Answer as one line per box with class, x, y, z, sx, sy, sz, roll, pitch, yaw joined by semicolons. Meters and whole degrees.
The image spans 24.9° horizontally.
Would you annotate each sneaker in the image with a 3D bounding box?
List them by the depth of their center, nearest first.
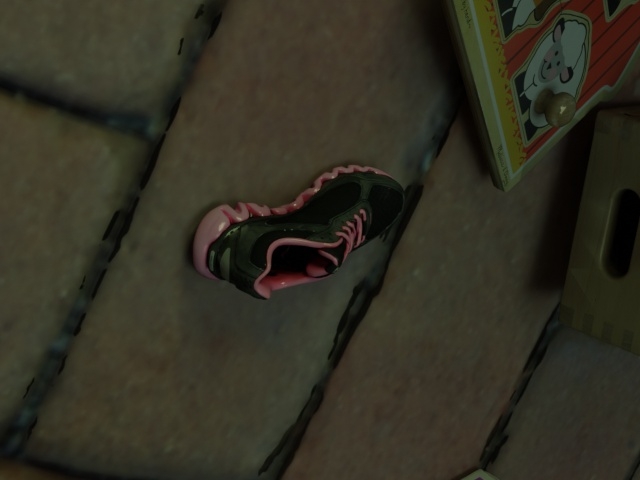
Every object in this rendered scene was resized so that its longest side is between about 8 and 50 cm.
sneaker;0.000;0.000;0.696;0.119;0.057;0.047;-21;123;-32

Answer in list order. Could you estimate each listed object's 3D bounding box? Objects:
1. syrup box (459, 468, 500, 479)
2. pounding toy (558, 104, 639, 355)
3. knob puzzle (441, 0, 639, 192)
syrup box;0.037;0.236;0.829;0.237;0.096;0.093;-22;127;-28
pounding toy;0.242;-0.041;0.857;0.206;0.094;0.181;-11;115;-46
knob puzzle;0.146;-0.136;0.739;0.213;0.030;0.213;-31;138;-33
